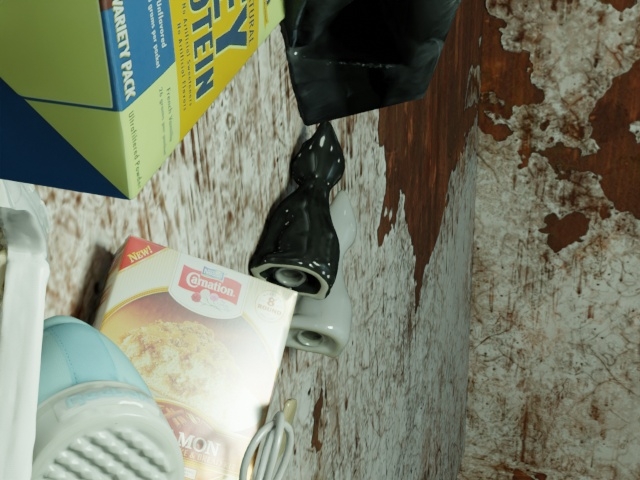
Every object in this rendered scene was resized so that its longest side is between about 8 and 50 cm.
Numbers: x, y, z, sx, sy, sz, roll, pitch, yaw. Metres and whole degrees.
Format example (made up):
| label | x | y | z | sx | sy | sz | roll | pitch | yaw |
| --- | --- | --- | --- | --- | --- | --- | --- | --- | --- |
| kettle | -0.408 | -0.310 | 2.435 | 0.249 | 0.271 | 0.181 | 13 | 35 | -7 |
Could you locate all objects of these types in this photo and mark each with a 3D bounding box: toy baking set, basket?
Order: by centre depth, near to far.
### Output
| label | x | y | z | sx | sy | sz | roll | pitch | yaw |
| --- | --- | --- | --- | --- | --- | --- | --- | --- | --- |
| basket | -0.190 | 0.044 | 0.538 | 0.167 | 0.103 | 0.113 | -153 | -111 | -72 |
| toy baking set | -0.060 | 0.226 | 0.765 | 0.256 | 0.030 | 0.196 | -49 | 154 | -59 |

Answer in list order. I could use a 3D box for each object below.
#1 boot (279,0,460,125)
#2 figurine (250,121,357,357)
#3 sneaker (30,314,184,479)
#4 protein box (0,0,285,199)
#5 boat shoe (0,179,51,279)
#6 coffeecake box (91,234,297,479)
| label | x | y | z | sx | sy | sz | roll | pitch | yaw |
| --- | --- | --- | --- | --- | --- | --- | --- | --- | --- |
| boot | -0.030 | -0.337 | 0.678 | 0.367 | 0.146 | 0.445 | 54 | 26 | -68 |
| figurine | 0.000 | 0.000 | 1.321 | 0.215 | 0.092 | 0.209 | 76 | 23 | -54 |
| sneaker | -0.177 | 0.212 | 0.739 | 0.150 | 0.135 | 0.366 | 55 | -49 | 51 |
| protein box | -0.144 | -0.140 | 0.545 | 0.201 | 0.200 | 0.136 | -61 | 156 | -51 |
| boat shoe | -0.200 | -0.032 | 0.660 | 0.184 | 0.066 | 0.063 | 67 | 21 | -56 |
| coffeecake box | -0.112 | 0.109 | 0.859 | 0.068 | 0.142 | 0.185 | 145 | -39 | -64 |
